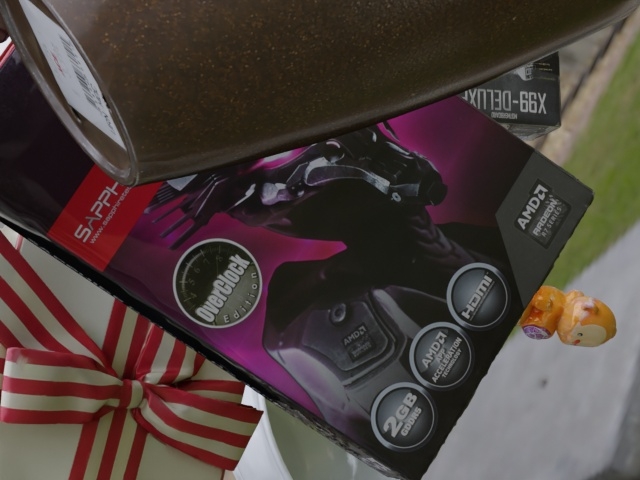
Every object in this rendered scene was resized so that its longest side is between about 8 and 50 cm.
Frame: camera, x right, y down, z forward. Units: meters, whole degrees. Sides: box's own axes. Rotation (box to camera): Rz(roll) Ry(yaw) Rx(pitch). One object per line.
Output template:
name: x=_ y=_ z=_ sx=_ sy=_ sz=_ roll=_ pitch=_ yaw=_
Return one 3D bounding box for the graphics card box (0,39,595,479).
graphics card box: x=-0.035 y=-0.036 z=0.991 sx=0.233 sy=0.371 sz=0.094 roll=-56 pitch=9 yaw=-12

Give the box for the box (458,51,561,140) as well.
box: x=0.080 y=-0.227 z=1.480 sx=0.076 sy=0.307 sz=0.242 roll=156 pitch=114 yaw=-70

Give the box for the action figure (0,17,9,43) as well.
action figure: x=-0.266 y=-0.084 z=0.778 sx=0.370 sy=0.275 sz=0.248 roll=-31 pitch=1 yaw=18

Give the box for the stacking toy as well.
stacking toy: x=0.120 y=0.034 z=1.365 sx=0.175 sy=0.302 sz=0.165 roll=106 pitch=-174 yaw=-57

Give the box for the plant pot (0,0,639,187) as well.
plant pot: x=-0.013 y=-0.127 z=0.642 sx=0.230 sy=0.215 sz=0.215 roll=-34 pitch=-7 yaw=-18

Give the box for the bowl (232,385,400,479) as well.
bowl: x=-0.024 y=0.252 z=1.920 sx=0.134 sy=0.298 sz=0.298 roll=-27 pitch=27 yaw=31

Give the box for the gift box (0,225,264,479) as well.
gift box: x=-0.210 y=0.098 z=1.274 sx=0.258 sy=0.255 sz=0.276 roll=1 pitch=81 yaw=59
